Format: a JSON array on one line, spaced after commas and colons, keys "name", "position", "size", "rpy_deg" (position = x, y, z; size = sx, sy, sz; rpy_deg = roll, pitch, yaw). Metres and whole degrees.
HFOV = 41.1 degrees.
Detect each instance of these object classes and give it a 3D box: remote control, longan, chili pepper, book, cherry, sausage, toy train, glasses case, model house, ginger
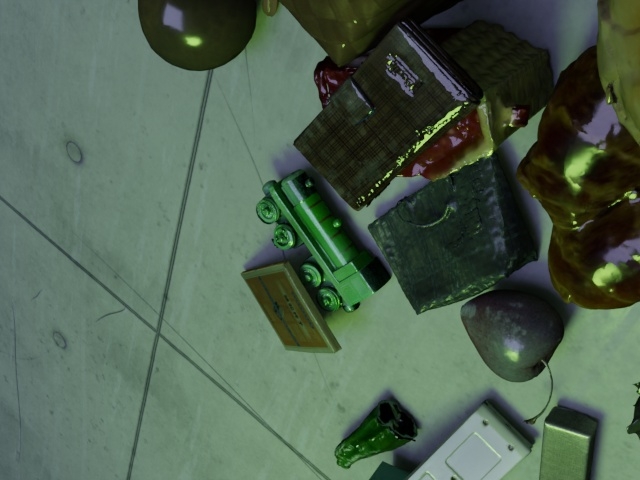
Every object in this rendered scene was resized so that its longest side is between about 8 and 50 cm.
[{"name": "remote control", "position": [0.199, 0.383, 1.344], "size": [0.103, 0.055, 0.277], "rpy_deg": [44, 104, 12]}, {"name": "longan", "position": [-0.186, -0.343, 1.264], "size": [0.189, 0.189, 0.189], "rpy_deg": [21, 127, 31]}, {"name": "chili pepper", "position": [0.085, 0.363, 1.519], "size": [0.088, 0.059, 0.227], "rpy_deg": [44, 138, 6]}, {"name": "book", "position": [-0.057, 0.117, 1.458], "size": [0.170, 0.018, 0.242], "rpy_deg": [59, 159, -6]}, {"name": "cherry", "position": [0.259, 0.150, 1.198], "size": [0.148, 0.115, 0.188], "rpy_deg": [14, 135, 0]}, {"name": "sausage", "position": [-0.070, -0.380, 1.232], "size": [0.026, 0.026, 0.116], "rpy_deg": [29, 131, 26]}, {"name": "toy train", "position": [0.000, 0.000, 1.362], "size": [0.119, 0.085, 0.251], "rpy_deg": [-32, 94, 41]}, {"name": "glasses case", "position": [0.364, 0.345, 1.270], "size": [0.071, 0.047, 0.205], "rpy_deg": [14, 123, 30]}, {"name": "model house", "position": [0.155, -0.171, 1.040], "size": [0.254, 0.196, 0.160], "rpy_deg": [9, 121, 36]}, {"name": "ginger", "position": [0.361, -0.075, 0.946], "size": [0.274, 0.152, 0.357], "rpy_deg": [1, 117, 41]}]

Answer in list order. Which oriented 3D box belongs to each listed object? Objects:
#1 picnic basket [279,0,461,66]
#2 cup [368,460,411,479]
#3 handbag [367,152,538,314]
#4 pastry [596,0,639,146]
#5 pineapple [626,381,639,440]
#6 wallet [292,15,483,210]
[{"name": "picnic basket", "position": [0.085, -0.382, 0.904], "size": [0.254, 0.291, 0.321], "rpy_deg": [47, 148, 10]}, {"name": "cup", "position": [0.192, 0.485, 1.446], "size": [0.236, 0.134, 0.148], "rpy_deg": [15, 155, 27]}, {"name": "handbag", "position": [0.182, -0.004, 1.205], "size": [0.270, 0.089, 0.175], "rpy_deg": [-32, 84, 47]}, {"name": "pastry", "position": [0.434, -0.203, 0.698], "size": [0.409, 0.245, 0.409], "rpy_deg": [3, 105, 12]}, {"name": "pineapple", "position": [0.521, 0.235, 1.015], "size": [0.310, 0.141, 0.170], "rpy_deg": [5, 142, 47]}, {"name": "wallet", "position": [0.069, -0.135, 0.964], "size": [0.124, 0.042, 0.230], "rpy_deg": [47, 137, 0]}]
